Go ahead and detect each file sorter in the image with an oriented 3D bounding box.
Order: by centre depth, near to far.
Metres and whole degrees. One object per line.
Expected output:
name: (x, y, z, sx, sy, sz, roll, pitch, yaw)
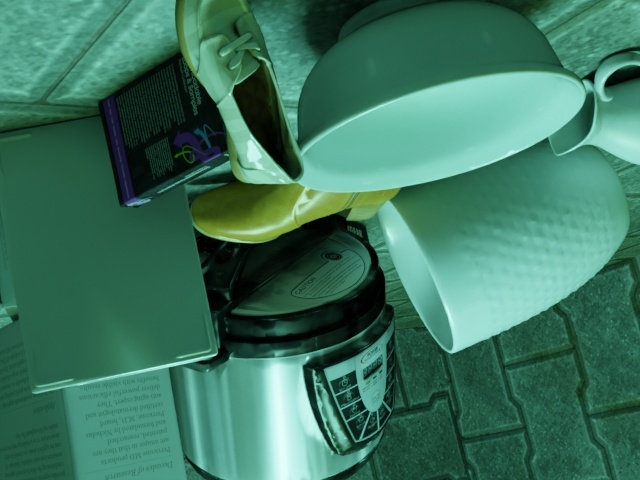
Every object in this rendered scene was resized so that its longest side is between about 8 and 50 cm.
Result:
file sorter: (-0.237, 0.017, 1.038, 0.193, 0.277, 0.173, -11, 172, -8)

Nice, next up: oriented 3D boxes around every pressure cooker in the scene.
pressure cooker: (-0.076, 0.150, 1.462, 0.376, 0.420, 0.370, -7, -155, -9)

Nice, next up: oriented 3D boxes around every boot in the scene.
boot: (-0.025, -0.089, 1.230, 0.295, 0.104, 0.211, -5, 156, -13)

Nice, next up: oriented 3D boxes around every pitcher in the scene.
pitcher: (0.438, -0.179, 1.233, 0.207, 0.125, 0.177, 2, 148, -15)

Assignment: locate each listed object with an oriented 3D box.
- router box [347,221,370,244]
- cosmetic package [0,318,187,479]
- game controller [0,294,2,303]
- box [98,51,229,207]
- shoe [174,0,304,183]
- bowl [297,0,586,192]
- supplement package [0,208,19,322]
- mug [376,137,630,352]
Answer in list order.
router box: (0.000, 0.000, 1.717, 0.133, 0.046, 0.179, -18, 167, 21)
cosmetic package: (-0.298, 0.319, 1.186, 0.162, 0.453, 0.230, -1, 166, -43)
game controller: (-0.472, 0.053, 1.482, 0.167, 0.067, 0.319, -27, 168, -2)
box: (-0.150, -0.112, 0.904, 0.162, 0.116, 0.029, -22, 167, 36)
shoe: (-0.062, -0.136, 0.786, 0.076, 0.058, 0.219, -45, 138, -27)
bowl: (0.101, -0.158, 0.911, 0.298, 0.134, 0.298, -12, 167, -3)
supplement package: (-0.327, 0.022, 1.241, 0.203, 0.149, 0.194, -10, 168, -15)
mug: (0.293, 0.000, 1.457, 0.328, 0.276, 0.374, -24, 160, -5)
